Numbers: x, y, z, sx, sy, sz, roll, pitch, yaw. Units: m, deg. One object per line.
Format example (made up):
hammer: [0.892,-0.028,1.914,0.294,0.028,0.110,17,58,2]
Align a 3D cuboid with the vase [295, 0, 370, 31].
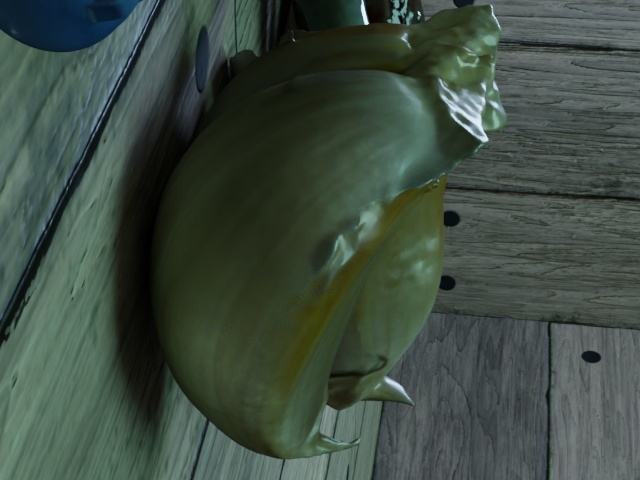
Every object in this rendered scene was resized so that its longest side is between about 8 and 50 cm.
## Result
vase: [0.003,-0.204,1.120,0.086,0.086,0.214,81,-5,-64]

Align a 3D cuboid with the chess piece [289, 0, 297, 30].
chess piece: [0.016,-0.238,1.465,0.137,0.137,0.300,60,48,-79]

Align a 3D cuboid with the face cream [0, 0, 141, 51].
face cream: [-0.087,-0.195,0.590,0.149,0.083,0.263,70,25,-63]

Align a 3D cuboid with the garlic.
garlic: [0.000,0.000,0.989,0.286,0.250,0.313,-101,-151,-45]

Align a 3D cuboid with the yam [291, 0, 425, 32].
yam: [0.034,-0.207,1.337,0.131,0.131,0.279,-73,151,-64]

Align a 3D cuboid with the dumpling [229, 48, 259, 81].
dumpling: [-0.023,-0.086,1.179,0.108,0.127,0.188,-60,157,-11]
